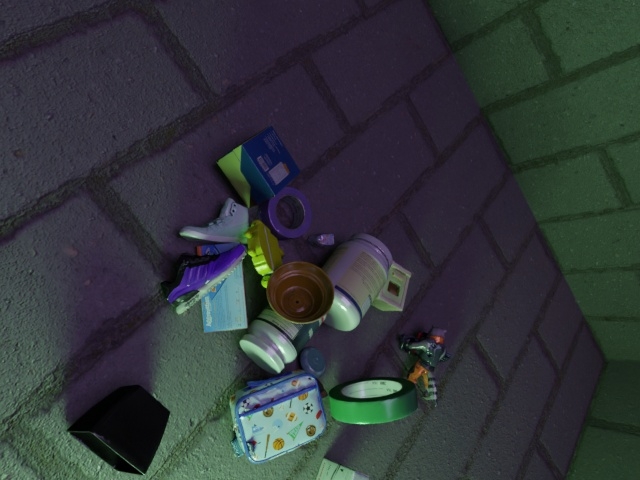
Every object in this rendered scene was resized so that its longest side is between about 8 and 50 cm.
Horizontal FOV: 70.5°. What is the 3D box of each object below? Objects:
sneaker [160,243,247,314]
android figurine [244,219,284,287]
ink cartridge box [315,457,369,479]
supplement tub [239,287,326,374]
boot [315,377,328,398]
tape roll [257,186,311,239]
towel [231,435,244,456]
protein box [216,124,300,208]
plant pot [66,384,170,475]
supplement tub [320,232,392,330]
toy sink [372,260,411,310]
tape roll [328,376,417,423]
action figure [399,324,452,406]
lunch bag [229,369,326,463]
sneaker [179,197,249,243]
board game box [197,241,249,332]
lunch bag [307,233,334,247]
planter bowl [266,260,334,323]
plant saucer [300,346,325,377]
[{"bbox_3d":[-0.369,0.084,1.406,0.293,0.102,0.146,-40,95,-7],"label":"sneaker"},{"bbox_3d":[-0.182,0.047,1.527,0.273,0.056,0.248,45,28,-66],"label":"android figurine"},{"bbox_3d":[0.067,0.872,1.603,0.082,0.190,0.140,36,63,-26],"label":"ink cartridge box"},{"bbox_3d":[-0.124,0.295,1.548,0.191,0.191,0.272,53,57,-18],"label":"supplement tub"},{"bbox_3d":[-0.087,0.556,1.627,0.219,0.082,0.106,-16,71,-33],"label":"boot"},{"bbox_3d":[-0.131,-0.098,1.674,0.188,0.080,0.189,7,78,-36],"label":"tape roll"},{"bbox_3d":[-0.237,0.658,1.508,0.119,0.029,0.067,-23,97,-36],"label":"towel"},{"bbox_3d":[-0.209,-0.256,1.572,0.200,0.136,0.201,57,37,-16],"label":"protein box"},{"bbox_3d":[-0.527,0.499,1.227,0.187,0.188,0.167,51,46,-19],"label":"plant pot"},{"bbox_3d":[0.113,0.151,1.723,0.235,0.235,0.325,52,57,-19],"label":"supplement tub"},{"bbox_3d":[0.282,0.162,1.914,0.152,0.131,0.234,31,65,-30],"label":"toy sink"},{"bbox_3d":[0.191,0.579,1.660,0.321,0.321,0.077,-4,86,-37],"label":"tape roll"},{"bbox_3d":[0.502,0.543,2.000,0.341,0.178,0.330,17,83,-32],"label":"action figure"},{"bbox_3d":[-0.142,0.559,1.473,0.303,0.115,0.243,-14,95,-24],"label":"lunch bag"},{"bbox_3d":[-0.346,-0.068,1.495,0.255,0.094,0.151,4,86,-47],"label":"sneaker"},{"bbox_3d":[-0.319,0.152,1.479,0.145,0.027,0.282,-5,86,-3],"label":"board game box"},{"bbox_3d":[0.000,0.000,1.764,0.083,0.071,0.053,-1,87,-39],"label":"lunch bag"},{"bbox_3d":[-0.070,0.183,1.461,0.217,0.090,0.217,6,56,-9],"label":"planter bowl"},{"bbox_3d":[-0.022,0.448,1.680,0.119,0.021,0.119,27,43,-29],"label":"plant saucer"}]
